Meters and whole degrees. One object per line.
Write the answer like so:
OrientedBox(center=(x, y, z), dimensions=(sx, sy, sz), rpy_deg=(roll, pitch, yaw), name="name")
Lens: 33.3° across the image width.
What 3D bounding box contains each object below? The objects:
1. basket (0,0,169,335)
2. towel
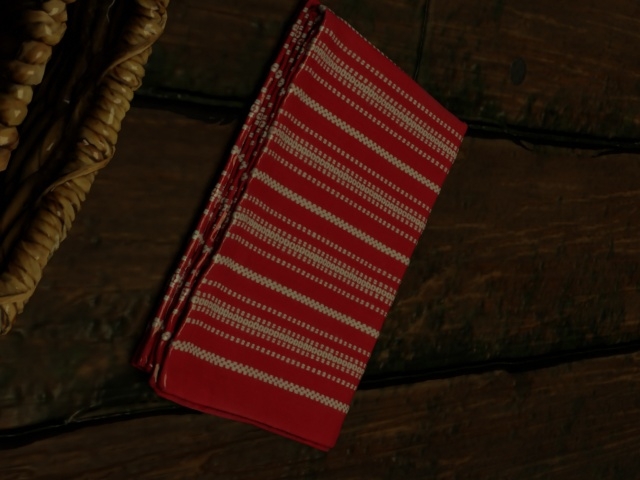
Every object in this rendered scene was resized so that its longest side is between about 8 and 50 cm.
OrientedBox(center=(-0.144, -0.097, 0.432), dimensions=(0.213, 0.223, 0.299), rpy_deg=(28, 81, -45), name="basket")
OrientedBox(center=(0.000, 0.000, 0.735), dimensions=(0.199, 0.031, 0.275), rpy_deg=(32, 79, -45), name="towel")
